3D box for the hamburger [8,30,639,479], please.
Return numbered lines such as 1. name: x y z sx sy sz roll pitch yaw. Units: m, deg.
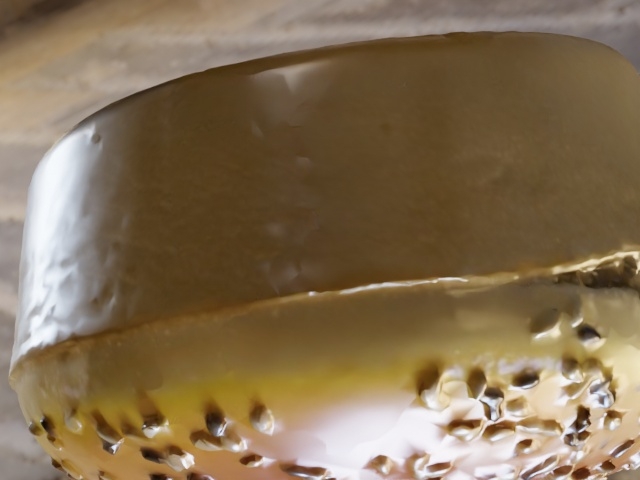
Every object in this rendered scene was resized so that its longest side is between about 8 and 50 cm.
1. hamburger: 0.023 0.030 0.749 0.300 0.300 0.176 -29 68 62
